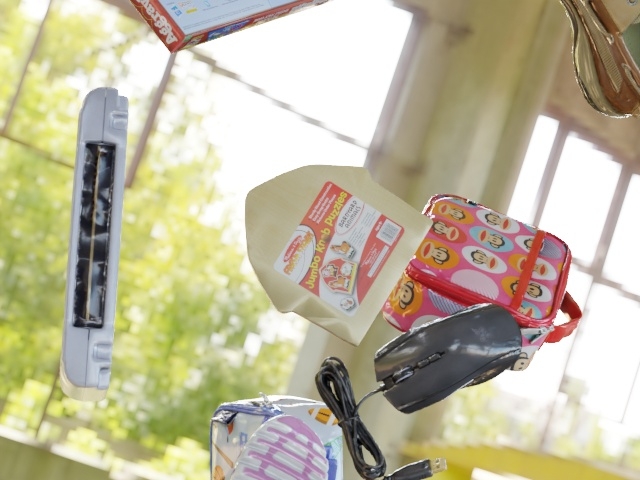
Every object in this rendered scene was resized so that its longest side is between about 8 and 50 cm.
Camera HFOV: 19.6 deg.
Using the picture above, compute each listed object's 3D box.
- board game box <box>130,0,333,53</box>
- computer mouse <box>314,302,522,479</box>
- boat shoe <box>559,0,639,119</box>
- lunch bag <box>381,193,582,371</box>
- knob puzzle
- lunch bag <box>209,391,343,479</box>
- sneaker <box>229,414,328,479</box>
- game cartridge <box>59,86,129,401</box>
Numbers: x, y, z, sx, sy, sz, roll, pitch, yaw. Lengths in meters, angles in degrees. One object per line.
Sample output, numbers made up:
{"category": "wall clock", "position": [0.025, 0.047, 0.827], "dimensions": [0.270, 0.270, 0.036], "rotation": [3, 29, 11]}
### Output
{"category": "board game box", "position": [-0.092, -0.257, 1.686], "dimensions": [0.145, 0.027, 0.281], "rotation": [53, 35, 7]}
{"category": "computer mouse", "position": [0.135, 0.189, 2.257], "dimensions": [0.262, 0.184, 0.060], "rotation": [-20, -14, 2]}
{"category": "boat shoe", "position": [0.309, -0.262, 1.882], "dimensions": [0.120, 0.122, 0.324], "rotation": [22, -34, 50]}
{"category": "lunch bag", "position": [0.233, 0.064, 2.524], "dimensions": [0.258, 0.120, 0.293], "rotation": [23, 27, 4]}
{"category": "knob puzzle", "position": [0.000, 0.000, 2.066], "dimensions": [0.213, 0.213, 0.030], "rotation": [19, -14, -4]}
{"category": "lunch bag", "position": [-0.055, 0.347, 2.443], "dimensions": [0.115, 0.303, 0.243], "rotation": [-4, 3, -29]}
{"category": "sneaker", "position": [-0.074, 0.279, 1.818], "dimensions": [0.095, 0.236, 0.104], "rotation": [34, -34, -14]}
{"category": "game cartridge", "position": [-0.228, 0.010, 1.861], "dimensions": [0.060, 0.294, 0.196], "rotation": [4, -11, -4]}
